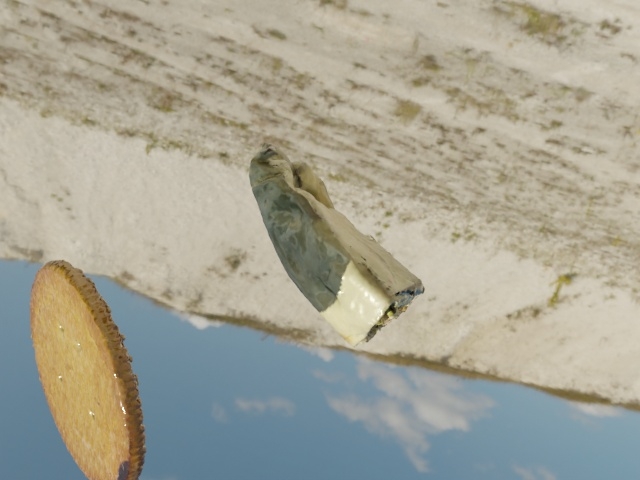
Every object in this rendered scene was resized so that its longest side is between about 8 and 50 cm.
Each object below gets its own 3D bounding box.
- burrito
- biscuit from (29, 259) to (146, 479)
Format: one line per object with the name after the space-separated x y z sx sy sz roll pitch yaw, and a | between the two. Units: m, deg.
0.000 0.001 0.942 0.331 0.135 0.190 49 -160 20 | burrito
-0.297 0.170 0.792 0.038 0.305 0.305 -16 -154 -40 | biscuit
